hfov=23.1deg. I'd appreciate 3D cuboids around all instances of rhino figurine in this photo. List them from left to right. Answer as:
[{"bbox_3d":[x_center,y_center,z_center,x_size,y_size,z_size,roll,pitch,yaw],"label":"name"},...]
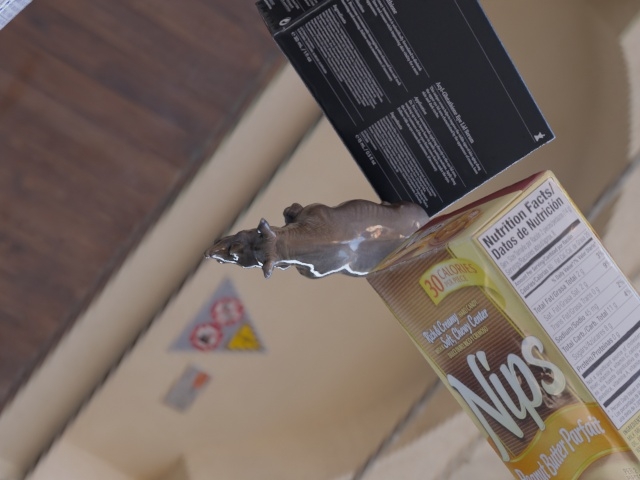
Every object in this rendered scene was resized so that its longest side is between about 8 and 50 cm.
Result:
[{"bbox_3d":[0.000,0.000,1.438,0.106,0.243,0.073,8,-79,56],"label":"rhino figurine"}]

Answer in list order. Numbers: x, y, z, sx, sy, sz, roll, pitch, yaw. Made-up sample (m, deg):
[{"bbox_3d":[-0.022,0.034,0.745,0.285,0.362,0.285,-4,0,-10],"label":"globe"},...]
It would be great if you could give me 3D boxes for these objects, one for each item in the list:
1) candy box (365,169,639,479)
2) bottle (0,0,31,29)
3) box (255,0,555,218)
[{"bbox_3d":[0.186,0.113,1.131,0.087,0.316,0.183,-40,-174,-24],"label":"candy box"},{"bbox_3d":[-0.113,-0.174,0.669,0.283,0.092,0.118,-42,-161,1],"label":"bottle"},{"bbox_3d":[0.085,-0.165,1.534,0.184,0.261,0.103,-31,-150,5],"label":"box"}]
